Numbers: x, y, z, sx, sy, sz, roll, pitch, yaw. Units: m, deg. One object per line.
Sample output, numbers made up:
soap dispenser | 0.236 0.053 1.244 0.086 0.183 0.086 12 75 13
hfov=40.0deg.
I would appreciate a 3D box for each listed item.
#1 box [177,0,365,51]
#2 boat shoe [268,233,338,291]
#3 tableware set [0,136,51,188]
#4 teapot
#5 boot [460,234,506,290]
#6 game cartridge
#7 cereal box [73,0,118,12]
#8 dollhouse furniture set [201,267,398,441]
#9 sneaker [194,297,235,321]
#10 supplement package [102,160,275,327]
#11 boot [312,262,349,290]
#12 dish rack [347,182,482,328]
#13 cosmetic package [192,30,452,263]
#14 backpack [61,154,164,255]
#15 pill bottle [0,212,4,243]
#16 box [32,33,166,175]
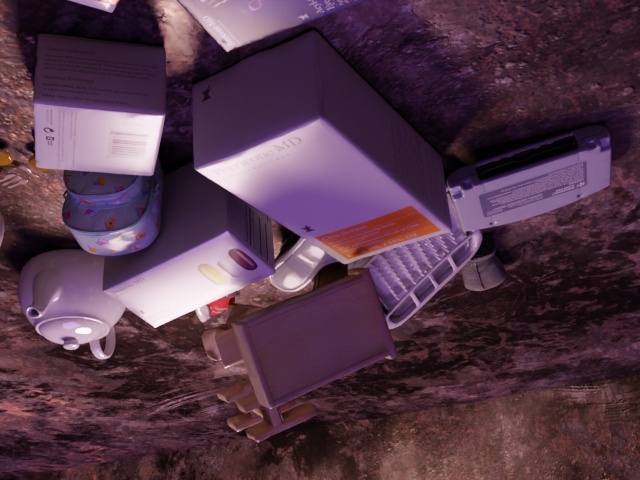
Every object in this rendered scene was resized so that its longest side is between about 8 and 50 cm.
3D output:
box | -0.066 -0.335 1.047 0.207 0.108 0.153 -16 153 22
boat shoe | 0.000 0.000 1.796 0.114 0.091 0.302 40 133 -22
tableware set | -0.514 -0.139 1.488 0.154 0.024 0.104 -18 149 28
teapot | -0.529 0.146 1.893 0.256 0.187 0.252 10 152 -30
boot | 0.328 0.060 2.014 0.189 0.076 0.208 -7 162 10
game cartridge | 0.391 -0.107 1.636 0.294 0.060 0.196 -18 148 8
cereal box | -0.281 -0.369 1.007 0.173 0.047 0.240 10 151 -29
dollhouse furniture set | -0.070 0.172 1.689 0.256 0.362 0.394 -20 -174 -21
sneaker | -0.246 0.087 1.956 0.118 0.107 0.279 -22 159 -7
supplement package | -0.231 -0.005 1.538 0.262 0.204 0.145 -25 137 20
boot | 0.053 0.110 1.823 0.115 0.305 0.112 -33 122 12
dish rack | 0.186 0.021 1.774 0.285 0.072 0.333 -43 151 -3
cosmetic package | 0.018 -0.128 1.440 0.230 0.161 0.453 -19 151 27
backpack | -0.345 -0.075 1.454 0.166 0.188 0.144 -4 155 0
pill bottle | -0.693 -0.047 1.485 0.161 0.161 0.283 -18 152 27
box | -0.324 -0.193 1.288 0.182 0.119 0.181 3 154 -15
